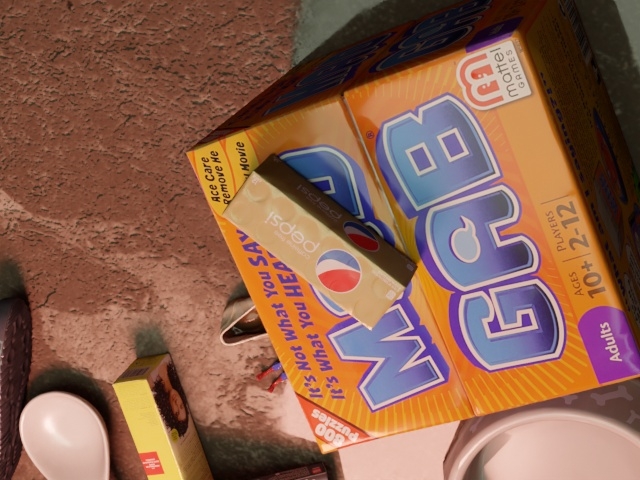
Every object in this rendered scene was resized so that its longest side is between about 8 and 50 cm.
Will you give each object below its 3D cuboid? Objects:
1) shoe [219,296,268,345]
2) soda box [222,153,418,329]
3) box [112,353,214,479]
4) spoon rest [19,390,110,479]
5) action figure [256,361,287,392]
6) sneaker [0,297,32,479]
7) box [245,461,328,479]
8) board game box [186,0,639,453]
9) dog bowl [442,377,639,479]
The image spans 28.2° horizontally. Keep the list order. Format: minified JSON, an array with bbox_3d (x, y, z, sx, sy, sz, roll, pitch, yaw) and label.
[{"bbox_3d":[-0.036,0.089,1.654,0.219,0.058,0.076,-20,104,23],"label":"shoe"},{"bbox_3d":[0.000,0.000,1.210,0.181,0.058,0.061,38,117,0],"label":"soda box"},{"bbox_3d":[-0.212,0.280,1.770,0.058,0.087,0.232,-10,109,20],"label":"box"},{"bbox_3d":[-0.329,0.336,1.828,0.137,0.084,0.276,-29,102,22],"label":"spoon rest"},{"bbox_3d":[-0.035,0.163,1.702,0.115,0.030,0.038,-39,91,24],"label":"action figure"},{"bbox_3d":[-0.492,0.215,1.813,0.131,0.112,0.319,16,113,7],"label":"sneaker"},{"bbox_3d":[-0.084,0.384,1.747,0.207,0.036,0.114,-11,106,-8],"label":"box"},{"bbox_3d":[0.136,-0.043,1.383,0.356,0.356,0.356,-18,105,22],"label":"board game box"},{"bbox_3d":[0.318,0.328,1.620,0.349,0.102,0.349,6,112,15],"label":"dog bowl"}]
